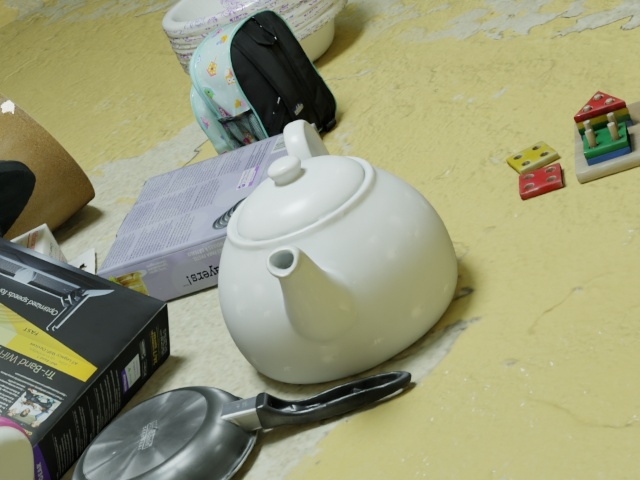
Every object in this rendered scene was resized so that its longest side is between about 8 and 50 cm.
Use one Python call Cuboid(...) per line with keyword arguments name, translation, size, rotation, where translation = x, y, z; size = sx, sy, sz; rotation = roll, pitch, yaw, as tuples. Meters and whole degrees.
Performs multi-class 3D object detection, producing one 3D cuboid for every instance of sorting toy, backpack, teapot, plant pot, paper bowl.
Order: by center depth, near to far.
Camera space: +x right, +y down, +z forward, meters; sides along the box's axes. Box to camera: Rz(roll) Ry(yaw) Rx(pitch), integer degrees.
Cuboid(name="teapot", translation=(0.000, 0.000, 1.350), size=(0.252, 0.187, 0.256), rotation=(-39, 26, -29))
Cuboid(name="sorting toy", translation=(0.317, -0.123, 1.466), size=(0.274, 0.046, 0.132), rotation=(-18, 25, 19))
Cuboid(name="backpack", translation=(-0.086, -0.201, 1.850), size=(0.144, 0.188, 0.166), rotation=(-4, 32, 40))
Cuboid(name="plant pot", translation=(-0.479, -0.047, 1.922), size=(0.254, 0.237, 0.237), rotation=(-51, 31, -17))
Cuboid(name="paper bowl", translation=(-0.092, -0.338, 2.191), size=(0.284, 0.148, 0.284), rotation=(-22, 24, 10))

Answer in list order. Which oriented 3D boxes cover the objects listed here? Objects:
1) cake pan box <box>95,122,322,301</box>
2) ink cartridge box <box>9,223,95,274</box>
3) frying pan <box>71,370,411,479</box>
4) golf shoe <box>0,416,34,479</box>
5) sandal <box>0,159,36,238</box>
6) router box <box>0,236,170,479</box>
Cuboid(name="cake pan box", translation=(-0.122, -0.033, 1.691), size=(0.245, 0.070, 0.267), rotation=(-16, 25, 16))
Cuboid(name="ink cartridge box", translation=(-0.388, 0.047, 1.785), size=(0.198, 0.067, 0.115), rotation=(-25, 24, 1))
Cuboid(name="frying pan", translation=(-0.096, 0.184, 1.245), size=(0.326, 0.053, 0.197), rotation=(-13, 27, 33))
Cuboid(name="golf shoe", translation=(-0.258, 0.283, 1.012), size=(0.140, 0.115, 0.306), rotation=(14, 84, 40))
Cuboid(name="sandal", translation=(-0.484, 0.061, 1.630), size=(0.107, 0.168, 0.445), rotation=(38, 52, 15))
Cuboid(name="router box", translation=(-0.346, 0.111, 1.435), size=(0.308, 0.081, 0.243), rotation=(20, 43, 21))
